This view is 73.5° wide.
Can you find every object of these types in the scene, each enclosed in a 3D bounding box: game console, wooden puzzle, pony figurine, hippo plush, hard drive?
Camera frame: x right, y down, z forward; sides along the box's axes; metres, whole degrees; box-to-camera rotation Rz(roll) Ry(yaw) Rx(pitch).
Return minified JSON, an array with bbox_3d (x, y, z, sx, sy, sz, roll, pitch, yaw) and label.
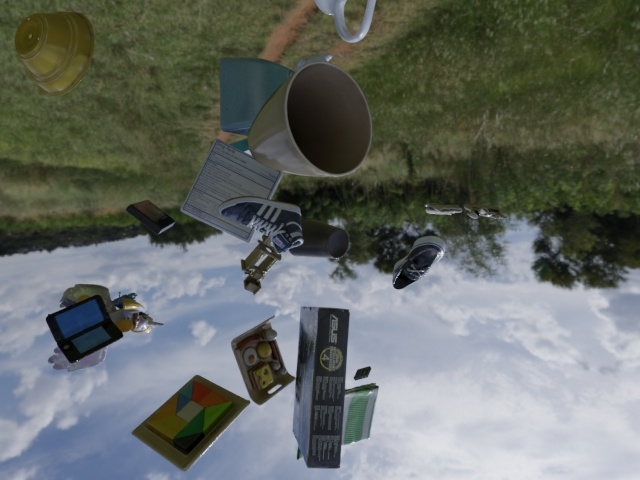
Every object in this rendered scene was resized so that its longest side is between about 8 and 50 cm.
[{"bbox_3d":[-0.625,0.233,1.143,0.124,0.085,0.144,31,-139,31],"label":"game console"},{"bbox_3d":[-0.332,0.446,1.094,0.239,0.044,0.221,7,-148,36],"label":"wooden puzzle"},{"bbox_3d":[-0.733,0.273,1.423,0.351,0.302,0.363,-1,164,-8],"label":"pony figurine"},{"bbox_3d":[-0.041,-0.638,1.784,0.234,0.236,0.294,-25,-153,-9],"label":"hippo plush"},{"bbox_3d":[-0.426,-0.062,1.085,0.094,0.022,0.135,40,-176,-11],"label":"hard drive"}]

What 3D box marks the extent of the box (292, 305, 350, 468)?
[{"bbox_3d":[-0.008,0.386,1.225,0.097,0.395,0.318,5,170,-8],"label":"box"}]

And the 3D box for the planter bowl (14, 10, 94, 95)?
[{"bbox_3d":[-0.656,-0.467,1.025,0.217,0.217,0.090,0,175,22],"label":"planter bowl"}]

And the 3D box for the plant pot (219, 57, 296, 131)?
[{"bbox_3d":[-0.180,-0.505,1.522,0.252,0.247,0.247,4,-172,26],"label":"plant pot"}]

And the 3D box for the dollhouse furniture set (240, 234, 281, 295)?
[{"bbox_3d":[-0.174,0.078,1.467,0.101,0.182,0.161,30,-155,-33],"label":"dollhouse furniture set"}]

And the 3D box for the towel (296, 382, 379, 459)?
[{"bbox_3d":[0.072,0.664,1.587,0.325,0.248,0.038,2,-168,-34],"label":"towel"}]

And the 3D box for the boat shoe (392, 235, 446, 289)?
[{"bbox_3d":[0.338,0.090,1.522,0.108,0.102,0.301,28,146,-7],"label":"boat shoe"}]

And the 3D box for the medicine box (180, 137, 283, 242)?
[{"bbox_3d":[-0.312,-0.175,1.553,0.263,0.289,0.149,26,179,-7],"label":"medicine box"}]

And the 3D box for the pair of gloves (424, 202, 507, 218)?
[{"bbox_3d":[0.485,-0.101,1.466,0.240,0.042,0.204,1,-171,-7],"label":"pair of gloves"}]

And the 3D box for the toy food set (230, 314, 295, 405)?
[{"bbox_3d":[-0.228,0.496,1.794,0.092,0.306,0.220,-12,-171,43],"label":"toy food set"}]

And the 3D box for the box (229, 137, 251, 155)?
[{"bbox_3d":[-0.324,-0.362,1.776,0.244,0.060,0.100,-16,160,10],"label":"box"}]

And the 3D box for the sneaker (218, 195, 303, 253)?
[{"bbox_3d":[-0.172,-0.044,1.334,0.282,0.153,0.099,4,154,-36],"label":"sneaker"}]

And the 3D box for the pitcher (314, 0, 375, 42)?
[{"bbox_3d":[0.063,-0.434,0.662,0.125,0.177,0.207,-35,-174,-36],"label":"pitcher"}]

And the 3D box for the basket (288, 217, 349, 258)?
[{"bbox_3d":[0.000,0.000,1.855,0.227,0.154,0.204,11,-132,49],"label":"basket"}]

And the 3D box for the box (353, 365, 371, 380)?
[{"bbox_3d":[0.212,0.671,2.167,0.083,0.018,0.067,-29,-168,34],"label":"box"}]

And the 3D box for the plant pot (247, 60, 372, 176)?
[{"bbox_3d":[-0.058,-0.266,1.064,0.256,0.256,0.274,-11,-175,-38],"label":"plant pot"}]
